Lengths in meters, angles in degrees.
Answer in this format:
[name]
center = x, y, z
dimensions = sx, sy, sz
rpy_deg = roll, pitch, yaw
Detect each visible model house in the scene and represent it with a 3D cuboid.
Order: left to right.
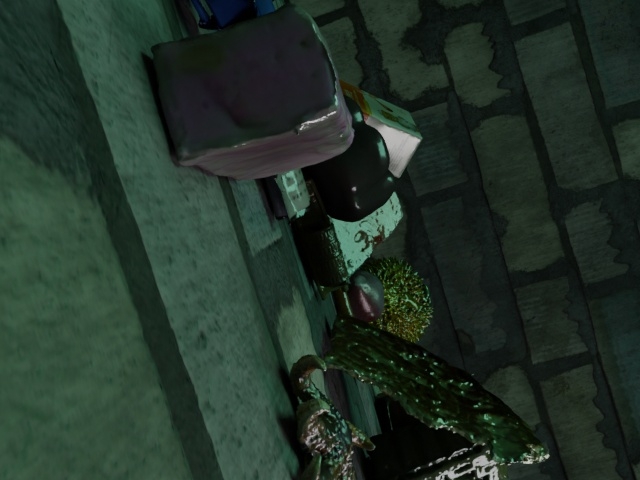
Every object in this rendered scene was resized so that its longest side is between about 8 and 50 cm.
[model house]
center = 0.258, 0.498, 1.817
dimensions = 0.243, 0.204, 0.212
rpy_deg = 114, -38, -72

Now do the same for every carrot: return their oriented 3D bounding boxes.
[carrot]
center = 0.065, 0.193, 1.477
dimensions = 0.043, 0.043, 0.248
rpy_deg = 54, 18, -74

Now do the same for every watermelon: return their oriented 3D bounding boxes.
[watermelon]
center = 0.070, -0.042, 1.394
dimensions = 0.213, 0.201, 0.262
rpy_deg = 63, 11, -11

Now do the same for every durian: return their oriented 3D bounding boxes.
[durian]
center = 0.201, 0.178, 1.895
dimensions = 0.291, 0.224, 0.291
rpy_deg = -13, 90, -80

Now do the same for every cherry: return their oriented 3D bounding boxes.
[cherry]
center = 0.103, 0.158, 1.595
dimensions = 0.148, 0.115, 0.188
rpy_deg = 105, -21, -62

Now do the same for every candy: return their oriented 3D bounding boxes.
[candy]
center = -0.053, -0.138, 0.675
dimensions = 0.265, 0.155, 0.116
rpy_deg = -13, 89, -84

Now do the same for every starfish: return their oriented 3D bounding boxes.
[starfish]
center = 0.015, 0.234, 0.755
dimensions = 0.238, 0.071, 0.216
rpy_deg = 18, 60, -71

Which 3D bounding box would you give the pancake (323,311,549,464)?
[pancake]
center = 0.177, 0.254, 1.129
dimensions = 0.067, 0.426, 0.305
rpy_deg = -66, 164, 12

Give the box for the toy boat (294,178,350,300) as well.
[toy boat]
center = 0.000, 0.000, 1.183
dimensions = 0.088, 0.068, 0.226
rpy_deg = -143, -145, -66

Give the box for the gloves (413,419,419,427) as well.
[gloves]
center = 0.239, 0.565, 1.571
dimensions = 0.210, 0.135, 0.313
rpy_deg = 42, 47, -39

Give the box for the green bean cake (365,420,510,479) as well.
[green bean cake]
center = 0.223, 0.454, 1.217
dimensions = 0.132, 0.241, 0.255
rpy_deg = -115, -171, -69

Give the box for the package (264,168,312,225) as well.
[package]
center = -0.069, -0.149, 1.043
dimensions = 0.251, 0.062, 0.204
rpy_deg = -110, -175, -71

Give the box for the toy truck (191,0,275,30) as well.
[toy truck]
center = -0.117, -0.339, 0.805
dimensions = 0.113, 0.126, 0.208
rpy_deg = 54, 24, -76

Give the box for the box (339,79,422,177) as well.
[box]
center = 0.102, -0.346, 1.955
dimensions = 0.225, 0.341, 0.143
rpy_deg = -97, -148, -59

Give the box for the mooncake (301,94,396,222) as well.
[mooncake]
center = 0.022, -0.148, 1.185
dimensions = 0.245, 0.133, 0.245
rpy_deg = 52, -13, 18
